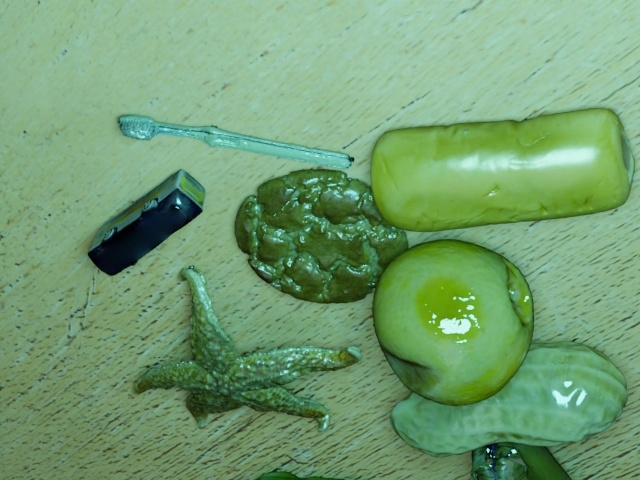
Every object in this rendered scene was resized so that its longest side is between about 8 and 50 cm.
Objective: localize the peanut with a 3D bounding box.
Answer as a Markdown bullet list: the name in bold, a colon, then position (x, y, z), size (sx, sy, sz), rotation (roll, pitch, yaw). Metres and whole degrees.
- **peanut**: position (0.248, 0.217, 1.654), size (0.325, 0.140, 0.153), rotation (-16, 141, 24)

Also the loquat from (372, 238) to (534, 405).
- **loquat**: position (0.160, 0.102, 1.527), size (0.213, 0.213, 0.213), rotation (5, 130, 6)

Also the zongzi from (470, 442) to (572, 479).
- **zongzi**: position (0.244, 0.397, 1.821), size (0.289, 0.123, 0.260), rotation (-28, 116, 34)

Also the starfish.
- **starfish**: position (-0.116, 0.177, 1.715), size (0.375, 0.094, 0.327), rotation (-4, 131, 20)

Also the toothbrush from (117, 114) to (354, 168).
- **toothbrush**: position (-0.104, -0.120, 1.507), size (0.294, 0.028, 0.026), rotation (7, 132, -3)

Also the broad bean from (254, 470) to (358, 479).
- **broad bean**: position (-0.017, 0.390, 1.903), size (0.213, 0.048, 0.070), rotation (-3, 126, 13)

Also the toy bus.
- **toy bus**: position (-0.222, -0.022, 1.578), size (0.172, 0.072, 0.057), rotation (-32, 119, 29)

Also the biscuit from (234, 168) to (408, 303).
- **biscuit**: position (0.000, 0.000, 1.577), size (0.225, 0.042, 0.226), rotation (6, 131, 7)

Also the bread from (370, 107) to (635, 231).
- **bread**: position (0.212, -0.076, 1.445), size (0.305, 0.091, 0.142), rotation (-6, 134, 16)
